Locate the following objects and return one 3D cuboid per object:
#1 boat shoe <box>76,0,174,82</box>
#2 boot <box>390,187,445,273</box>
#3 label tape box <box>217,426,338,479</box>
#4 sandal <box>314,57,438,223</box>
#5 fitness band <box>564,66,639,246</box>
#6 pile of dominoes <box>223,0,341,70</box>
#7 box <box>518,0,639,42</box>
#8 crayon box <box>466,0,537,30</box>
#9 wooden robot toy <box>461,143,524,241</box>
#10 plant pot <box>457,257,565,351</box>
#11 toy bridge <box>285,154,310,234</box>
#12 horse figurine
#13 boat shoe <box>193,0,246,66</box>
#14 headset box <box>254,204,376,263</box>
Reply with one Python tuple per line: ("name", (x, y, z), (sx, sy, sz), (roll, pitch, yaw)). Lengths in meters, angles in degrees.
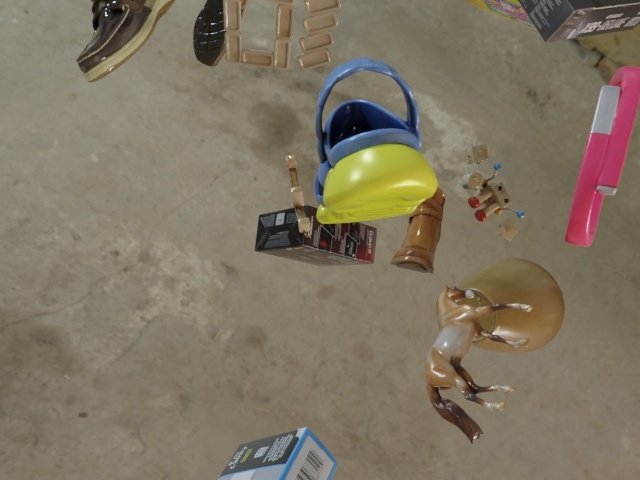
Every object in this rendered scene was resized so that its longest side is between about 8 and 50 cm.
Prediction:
("boat shoe", (-0.160, -0.188, 0.384), (0.056, 0.049, 0.152), (-13, 48, 29))
("boot", (0.256, -0.033, 1.176), (0.108, 0.283, 0.220), (12, 92, 23))
("label tape box", (-0.158, 0.525, 0.932), (0.115, 0.347, 0.249), (52, 39, -11))
("sandal", (0.049, -0.091, 0.524), (0.126, 0.317, 0.138), (-8, 87, -4))
("fitness band", (0.455, -0.133, 0.769), (0.054, 0.209, 0.291), (15, 88, 27))
("pile of dominoes", (-0.061, -0.407, 0.793), (0.195, 0.251, 0.040), (8, 48, -3))
("box", (0.448, -0.521, 0.883), (0.242, 0.076, 0.308), (-16, 73, -22))
("crayon box", (0.488, -0.645, 1.239), (0.278, 0.165, 0.081), (40, 110, 29))
("wooden robot toy", (0.282, -0.079, 0.834), (0.076, 0.079, 0.173), (-29, 96, -7))
("plant pot", (0.408, 0.161, 1.112), (0.254, 0.237, 0.237), (1, 60, -48))
("toy bridge", (-0.049, -0.092, 1.029), (0.026, 0.063, 0.188), (-10, 62, -5))
("horse figurine", (0.243, 0.187, 0.794), (0.174, 0.066, 0.263), (6, 59, 39))
("boat shoe", (-0.280, -0.682, 1.432), (0.122, 0.324, 0.120), (35, 30, 13))
("headset box", (0.000, 0.000, 1.331), (0.293, 0.218, 0.110), (16, 75, -40))
